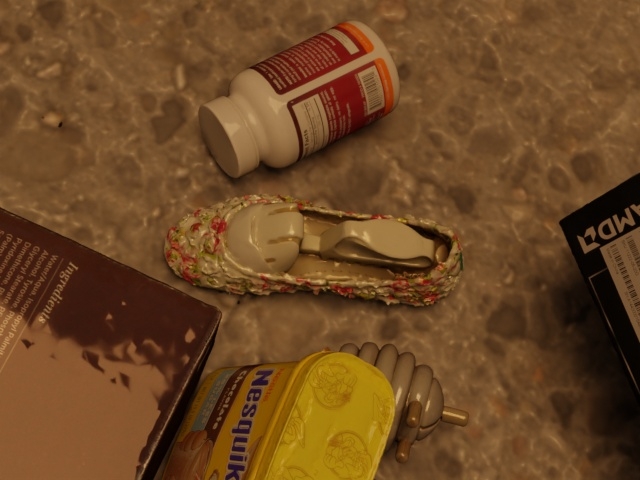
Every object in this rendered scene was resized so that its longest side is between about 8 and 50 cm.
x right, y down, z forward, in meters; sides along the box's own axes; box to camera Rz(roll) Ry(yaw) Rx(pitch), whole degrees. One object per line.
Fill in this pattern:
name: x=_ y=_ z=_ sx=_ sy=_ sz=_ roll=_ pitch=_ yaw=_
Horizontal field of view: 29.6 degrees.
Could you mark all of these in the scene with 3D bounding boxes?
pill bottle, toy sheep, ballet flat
pill bottle: x=-0.018 y=-0.112 z=0.980 sx=0.152 sy=0.086 sz=0.086 roll=-28 pitch=76 yaw=-19
toy sheep: x=0.045 y=0.119 z=0.901 sx=0.132 sy=0.091 sz=0.091 roll=19 pitch=67 yaw=3
ballet flat: x=0.000 y=0.000 z=0.945 sx=0.241 sy=0.077 sz=0.091 roll=3 pitch=69 yaw=-9

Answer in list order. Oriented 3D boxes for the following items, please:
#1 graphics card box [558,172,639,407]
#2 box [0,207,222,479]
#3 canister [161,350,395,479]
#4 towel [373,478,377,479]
graphics card box: x=0.340 y=0.126 z=0.898 sx=0.233 sy=0.094 sz=0.371 roll=-2 pitch=64 yaw=-45
box: x=-0.198 y=0.099 z=0.819 sx=0.203 sy=0.168 sz=0.167 roll=25 pitch=66 yaw=0
canister: x=-0.035 y=0.142 z=0.825 sx=0.073 sy=0.170 sz=0.126 roll=31 pitch=69 yaw=-23
towel: x=0.144 y=0.334 z=0.832 sx=0.336 sy=0.040 sz=0.243 roll=21 pitch=71 yaw=5
